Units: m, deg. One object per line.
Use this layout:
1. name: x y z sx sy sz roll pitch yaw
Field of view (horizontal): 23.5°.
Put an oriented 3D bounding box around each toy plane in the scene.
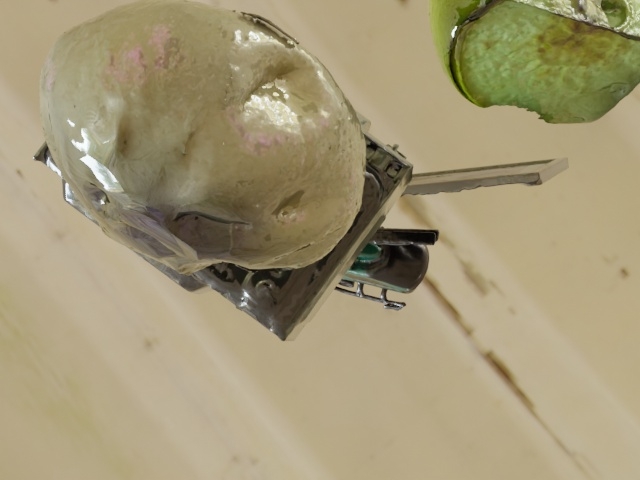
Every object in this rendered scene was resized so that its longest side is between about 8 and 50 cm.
1. toy plane: 0.000 0.000 2.005 0.155 0.382 0.106 33 -106 -58

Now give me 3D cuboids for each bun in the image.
1. bun: -0.102 -0.065 1.172 0.273 0.273 0.168 68 -141 -56

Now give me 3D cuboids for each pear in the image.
1. pear: 0.226 -0.289 1.674 0.286 0.282 0.176 11 -32 -29

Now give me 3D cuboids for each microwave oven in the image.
1. microwave oven: -0.088 -0.068 1.483 0.237 0.295 0.181 -54 -4 -2

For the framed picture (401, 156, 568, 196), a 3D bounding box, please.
1. framed picture: 0.133 -0.065 1.768 0.281 0.019 0.209 -6 5 17
